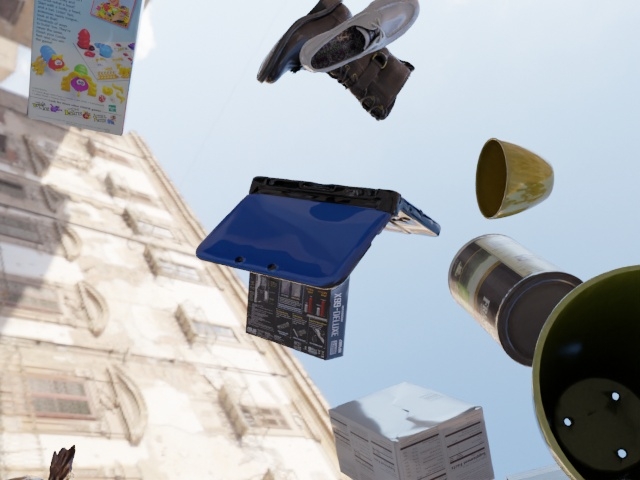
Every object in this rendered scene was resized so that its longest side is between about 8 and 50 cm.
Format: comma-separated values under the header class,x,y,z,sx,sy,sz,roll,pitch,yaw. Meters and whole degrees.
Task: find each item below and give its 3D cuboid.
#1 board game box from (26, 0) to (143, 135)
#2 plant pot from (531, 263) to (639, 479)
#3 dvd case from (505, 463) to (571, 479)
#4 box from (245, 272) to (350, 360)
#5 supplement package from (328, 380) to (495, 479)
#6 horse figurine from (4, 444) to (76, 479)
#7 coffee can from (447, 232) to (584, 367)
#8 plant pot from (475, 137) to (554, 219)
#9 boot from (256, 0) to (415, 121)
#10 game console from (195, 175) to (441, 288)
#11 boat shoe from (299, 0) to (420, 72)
class,x,y,z,sx,sy,sz,roll,pitch,yaw
board game box,-0.349,-0.324,0.951,0.142,0.145,0.275,-105,-150,-54
plant pot,0.378,0.206,0.768,0.275,0.293,0.274,-3,-112,7
dvd case,0.414,0.416,1.008,0.180,0.239,0.029,-15,-91,3
box,-0.068,0.160,1.662,0.308,0.077,0.242,9,-82,41
supplement package,0.172,0.398,1.236,0.262,0.204,0.145,-1,-80,65
horse figurine,-0.406,0.314,0.738,0.174,0.264,0.066,98,-25,-68
coffee can,0.414,0.117,1.328,0.201,0.202,0.275,-62,-164,10
plant pot,0.324,-0.100,1.028,0.134,0.095,0.134,-179,-90,-83
boot,0.039,-0.297,1.100,0.263,0.229,0.091,-50,-167,-24
game console,0.000,0.000,0.996,0.293,0.250,0.173,11,-100,38
boat shoe,0.058,-0.286,0.866,0.184,0.066,0.063,-21,-152,0
